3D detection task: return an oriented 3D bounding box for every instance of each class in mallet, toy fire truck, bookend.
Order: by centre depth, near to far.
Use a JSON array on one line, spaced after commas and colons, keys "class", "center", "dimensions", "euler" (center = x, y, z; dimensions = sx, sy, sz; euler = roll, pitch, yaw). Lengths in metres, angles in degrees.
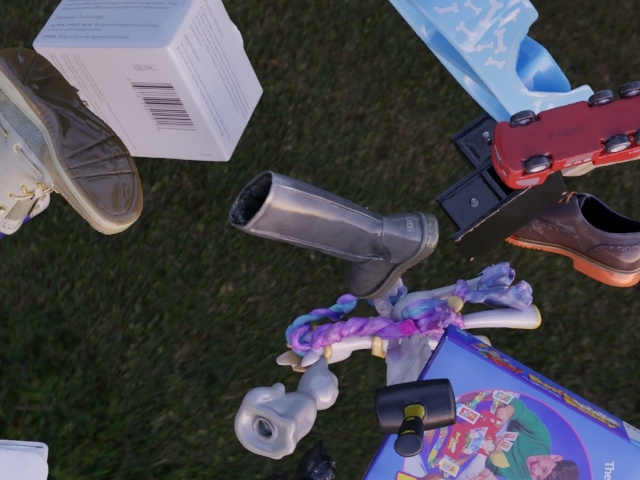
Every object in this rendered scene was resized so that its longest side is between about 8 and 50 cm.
[{"class": "mallet", "center": [0.074, 0.125, 0.739], "dimensions": [0.062, 0.190, 0.039], "euler": [-10, 88, -1]}, {"class": "toy fire truck", "center": [0.230, -0.079, 0.859], "dimensions": [0.192, 0.135, 0.047], "euler": [-15, 76, 1]}, {"class": "bookend", "center": [0.206, -0.081, 1.364], "dimensions": [0.156, 0.072, 0.157], "euler": [-36, 54, 5]}]

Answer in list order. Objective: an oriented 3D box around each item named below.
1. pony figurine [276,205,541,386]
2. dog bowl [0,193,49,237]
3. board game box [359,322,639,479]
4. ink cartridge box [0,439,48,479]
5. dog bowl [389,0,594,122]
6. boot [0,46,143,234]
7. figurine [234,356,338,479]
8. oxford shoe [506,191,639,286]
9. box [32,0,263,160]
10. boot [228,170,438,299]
[{"class": "pony figurine", "center": [0.139, 0.124, 1.617], "dimensions": [0.363, 0.351, 0.303], "euler": [-6, 71, -20]}, {"class": "dog bowl", "center": [-0.473, -0.124, 1.373], "dimensions": [0.104, 0.265, 0.265], "euler": [-38, 88, -23]}, {"class": "board game box", "center": [0.146, 0.294, 1.074], "dimensions": [0.233, 0.078, 0.347], "euler": [30, 100, 6]}, {"class": "ink cartridge box", "center": [-0.337, 0.285, 0.944], "dimensions": [0.117, 0.278, 0.202], "euler": [9, 73, -25]}, {"class": "dog bowl", "center": [0.159, -0.190, 1.018], "dimensions": [0.074, 0.166, 0.297], "euler": [-46, 135, 6]}, {"class": "boot", "center": [-0.265, -0.056, 1.013], "dimensions": [0.077, 0.165, 0.213], "euler": [-20, 65, -49]}, {"class": "figurine", "center": [-0.033, 0.279, 1.448], "dimensions": [0.092, 0.209, 0.215], "euler": [8, 105, 24]}, {"class": "oxford shoe", "center": [0.328, -0.038, 1.464], "dimensions": [0.271, 0.098, 0.097], "euler": [24, 41, 20]}, {"class": "box", "center": [-0.189, -0.194, 1.195], "dimensions": [0.181, 0.181, 0.119], "euler": [5, 54, 26]}, {"class": "boot", "center": [-0.001, -0.002, 1.152], "dimensions": [0.208, 0.190, 0.076], "euler": [6, 59, -26]}]
